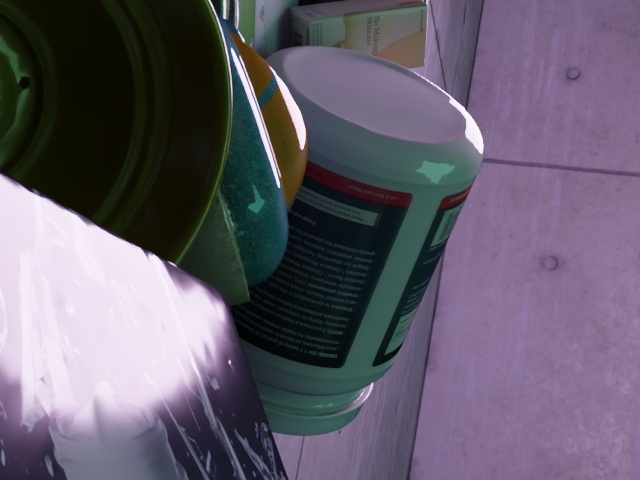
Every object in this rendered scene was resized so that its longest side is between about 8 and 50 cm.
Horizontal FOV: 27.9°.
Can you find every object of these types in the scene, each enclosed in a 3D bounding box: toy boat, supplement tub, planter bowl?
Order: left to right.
[{"bbox_3d":[-0.153,-0.056,0.602,0.217,0.090,0.217,-18,118,-38],"label":"planter bowl"},{"bbox_3d":[-0.077,-0.118,0.748,0.267,0.148,0.318,-115,-171,-58],"label":"toy boat"},{"bbox_3d":[0.000,0.000,1.036,0.191,0.191,0.272,-58,171,-62],"label":"supplement tub"}]

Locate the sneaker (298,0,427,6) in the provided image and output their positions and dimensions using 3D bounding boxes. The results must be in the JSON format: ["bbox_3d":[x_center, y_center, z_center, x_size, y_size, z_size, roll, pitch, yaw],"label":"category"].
[{"bbox_3d":[-0.006,-0.116,1.209,0.139,0.125,0.341,30,-82,61],"label":"sneaker"}]

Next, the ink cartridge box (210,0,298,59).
[{"bbox_3d":[-0.073,-0.184,1.030,0.209,0.062,0.109,-49,145,-68],"label":"ink cartridge box"}]

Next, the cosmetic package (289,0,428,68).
[{"bbox_3d":[0.032,-0.173,1.101,0.041,0.115,0.060,42,-41,53],"label":"cosmetic package"}]

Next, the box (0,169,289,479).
[{"bbox_3d":[-0.117,0.153,0.402,0.312,0.179,0.343,68,10,19],"label":"box"}]
